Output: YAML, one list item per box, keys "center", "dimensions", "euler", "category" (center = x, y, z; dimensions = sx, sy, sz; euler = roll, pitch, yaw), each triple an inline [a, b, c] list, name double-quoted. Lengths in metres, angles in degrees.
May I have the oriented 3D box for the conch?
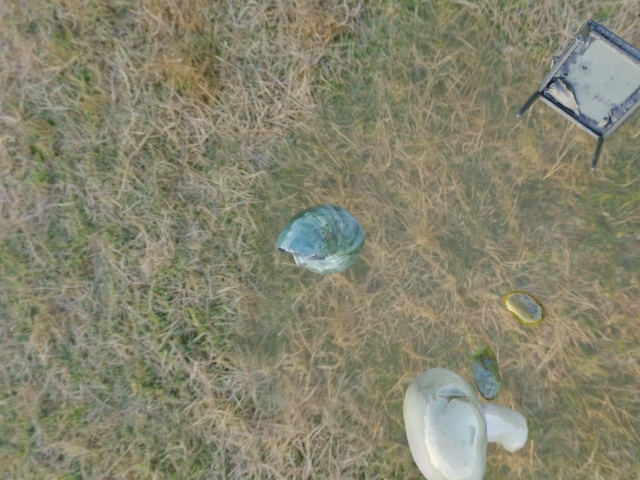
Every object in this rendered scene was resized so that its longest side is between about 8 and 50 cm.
- center: [0.000, 0.000, 1.245]
  dimensions: [0.220, 0.277, 0.195]
  euler: [-10, 105, -4]
  category: "conch"

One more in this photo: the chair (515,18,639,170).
- center: [0.493, -0.277, 0.901]
  dimensions: [0.188, 0.272, 0.166]
  euler: [39, 130, 9]
  category: "chair"

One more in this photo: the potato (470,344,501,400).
- center: [0.462, 0.350, 1.371]
  dimensions: [0.054, 0.198, 0.119]
  euler: [-29, 91, 27]
  category: "potato"

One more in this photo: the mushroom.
- center: [0.356, 0.522, 1.374]
  dimensions: [0.315, 0.356, 0.315]
  euler: [-24, 46, 27]
  category: "mushroom"

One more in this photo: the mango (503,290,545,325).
- center: [0.525, 0.173, 1.291]
  dimensions: [0.114, 0.057, 0.079]
  euler: [31, 73, 5]
  category: "mango"
